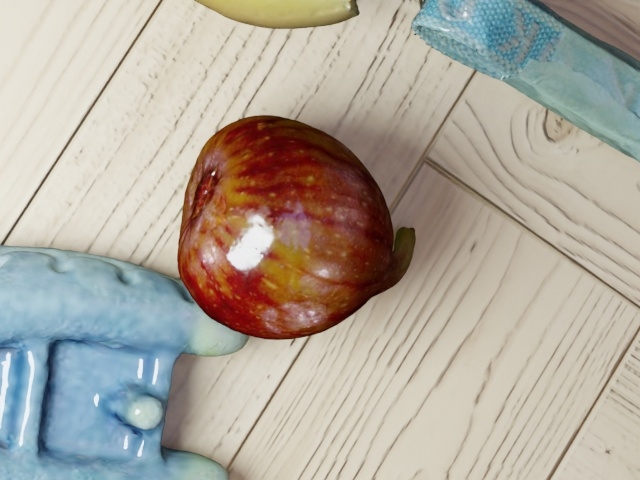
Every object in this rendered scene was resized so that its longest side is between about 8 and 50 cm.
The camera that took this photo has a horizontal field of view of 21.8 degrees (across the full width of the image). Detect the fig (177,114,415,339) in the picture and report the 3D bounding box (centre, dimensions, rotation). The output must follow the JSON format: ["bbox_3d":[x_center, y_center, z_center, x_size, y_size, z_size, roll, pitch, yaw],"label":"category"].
[{"bbox_3d":[-0.003,0.003,1.266,0.207,0.175,0.175,27,85,-22],"label":"fig"}]

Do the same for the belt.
[{"bbox_3d":[0.214,-0.132,1.366,0.302,0.087,0.072,27,82,-16],"label":"belt"}]

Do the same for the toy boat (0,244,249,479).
[{"bbox_3d":[-0.211,0.114,1.237,0.330,0.123,0.215,11,91,-18],"label":"toy boat"}]

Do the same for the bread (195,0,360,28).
[{"bbox_3d":[-0.078,-0.272,1.247,0.156,0.158,0.260,-17,111,2],"label":"bread"}]
